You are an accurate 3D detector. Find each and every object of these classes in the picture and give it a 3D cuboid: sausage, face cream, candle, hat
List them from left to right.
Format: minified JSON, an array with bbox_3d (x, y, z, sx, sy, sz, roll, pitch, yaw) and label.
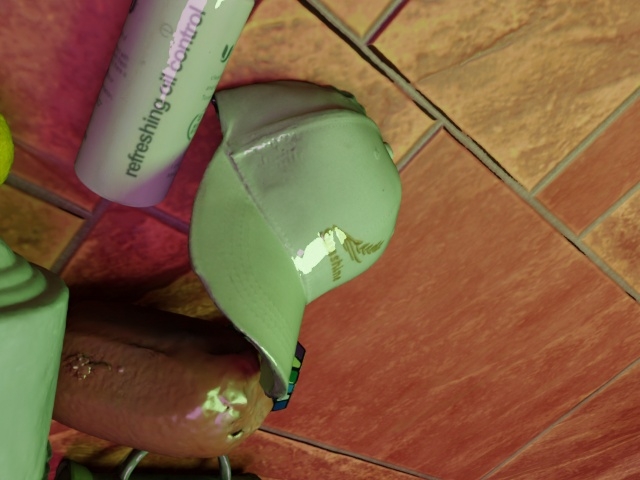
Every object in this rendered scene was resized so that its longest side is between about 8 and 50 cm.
[{"bbox_3d":[-0.327,0.116,0.443,0.221,0.221,0.342,10,100,-24],"label":"candle"},{"bbox_3d":[-0.191,0.150,0.599,0.280,0.152,0.152,11,126,10],"label":"sausage"},{"bbox_3d":[-0.119,-0.176,0.463,0.092,0.092,0.311,19,117,-29],"label":"face cream"},{"bbox_3d":[-0.006,-0.002,0.530,0.168,0.301,0.257,-9,132,16],"label":"hat"}]

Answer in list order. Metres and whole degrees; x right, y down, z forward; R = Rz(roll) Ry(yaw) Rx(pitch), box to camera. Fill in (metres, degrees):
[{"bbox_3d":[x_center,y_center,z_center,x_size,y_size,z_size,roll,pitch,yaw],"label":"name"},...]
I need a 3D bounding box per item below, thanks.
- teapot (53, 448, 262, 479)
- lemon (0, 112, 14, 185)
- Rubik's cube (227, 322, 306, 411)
[{"bbox_3d":[-0.227,0.418,0.822,0.337,0.200,0.270,16,86,-30],"label":"teapot"},{"bbox_3d":[-0.318,-0.083,0.450,0.109,0.109,0.133,-21,103,-3],"label":"lemon"},{"bbox_3d":[-0.082,0.162,0.710,0.133,0.112,0.133,-8,128,-11],"label":"Rubik's cube"}]
